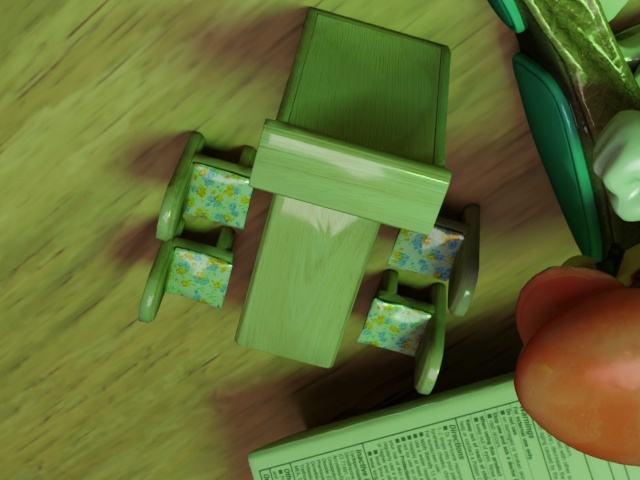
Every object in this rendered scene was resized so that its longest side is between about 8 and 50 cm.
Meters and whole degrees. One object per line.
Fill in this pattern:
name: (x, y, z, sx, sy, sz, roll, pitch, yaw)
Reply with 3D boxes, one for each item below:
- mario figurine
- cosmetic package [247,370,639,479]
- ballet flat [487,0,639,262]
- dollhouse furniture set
mario figurine: (0.226, 0.005, 0.702, 0.198, 0.320, 0.170, 61, 153, -2)
cosmetic package: (0.117, 0.181, 0.877, 0.296, 0.129, 0.153, -18, 85, 21)
ballet flat: (0.158, -0.136, 0.706, 0.124, 0.116, 0.342, -28, 114, 4)
dollhouse furniture set: (0.000, 0.000, 0.776, 0.212, 0.161, 0.242, 15, 126, -3)
